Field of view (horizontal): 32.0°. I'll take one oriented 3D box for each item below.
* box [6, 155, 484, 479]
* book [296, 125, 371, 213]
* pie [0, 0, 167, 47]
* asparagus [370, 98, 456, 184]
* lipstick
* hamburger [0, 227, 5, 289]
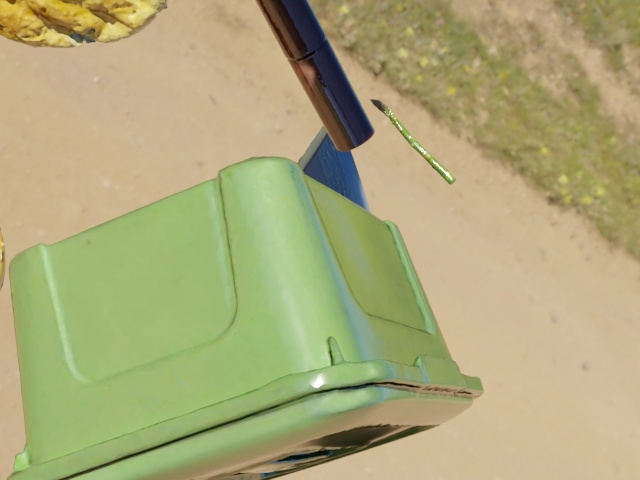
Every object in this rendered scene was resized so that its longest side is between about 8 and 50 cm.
[{"bbox_3d":[-0.047,0.072,0.771,0.328,0.252,0.178,23,50,-70],"label":"box"},{"bbox_3d":[0.000,0.000,1.818,0.374,0.028,0.263,-60,137,-48],"label":"book"},{"bbox_3d":[-0.320,-0.360,1.318,0.339,0.339,0.083,34,43,-36],"label":"pie"},{"bbox_3d":[0.128,-0.139,1.542,0.163,0.016,0.016,48,1,4],"label":"asparagus"},{"bbox_3d":[-0.038,-0.265,1.292,0.357,0.057,0.057,61,29,-21],"label":"lipstick"},{"bbox_3d":[-0.583,0.022,1.543,0.300,0.176,0.300,18,52,-25],"label":"hamburger"}]
